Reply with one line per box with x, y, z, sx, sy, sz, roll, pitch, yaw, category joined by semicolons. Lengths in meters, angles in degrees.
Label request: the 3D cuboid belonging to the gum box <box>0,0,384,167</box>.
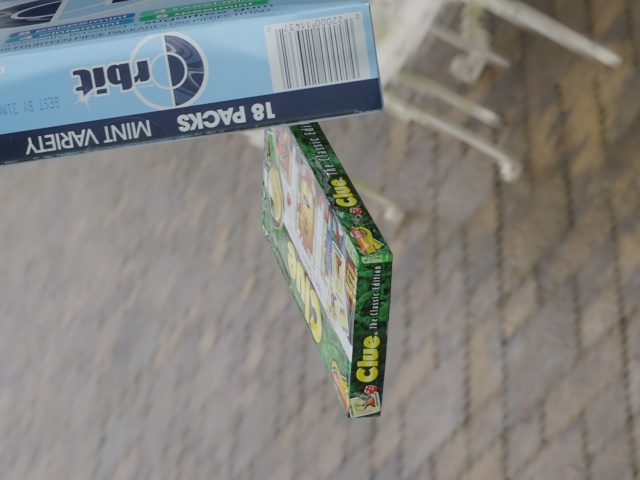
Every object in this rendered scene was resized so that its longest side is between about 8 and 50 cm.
-0.063;-0.073;0.674;0.184;0.157;0.041;-99;1;-75;gum box

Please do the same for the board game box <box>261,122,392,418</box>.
0.000;0.000;1.310;0.260;0.030;0.136;-117;23;-55;board game box
